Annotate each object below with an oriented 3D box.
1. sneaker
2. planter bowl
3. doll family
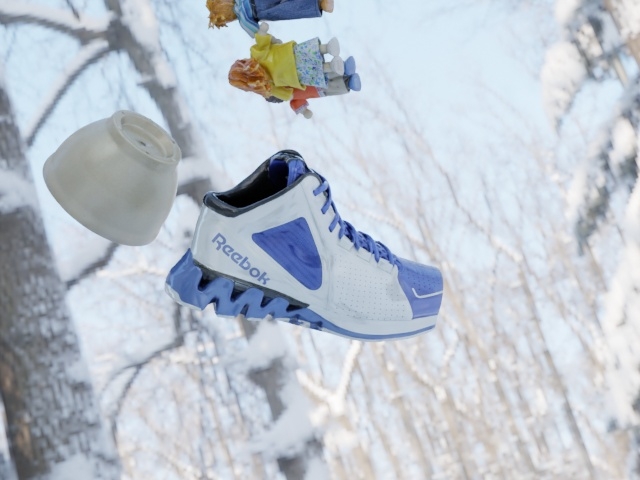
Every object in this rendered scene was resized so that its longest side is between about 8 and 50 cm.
[{"bbox_3d":[-0.001,0.000,1.379,0.316,0.127,0.182,8,-71,-17],"label":"sneaker"},{"bbox_3d":[-0.236,-0.088,1.496,0.162,0.162,0.109,11,-54,-50],"label":"planter bowl"},{"bbox_3d":[-0.060,-0.277,1.602,0.163,0.263,0.118,-6,13,23],"label":"doll family"}]
